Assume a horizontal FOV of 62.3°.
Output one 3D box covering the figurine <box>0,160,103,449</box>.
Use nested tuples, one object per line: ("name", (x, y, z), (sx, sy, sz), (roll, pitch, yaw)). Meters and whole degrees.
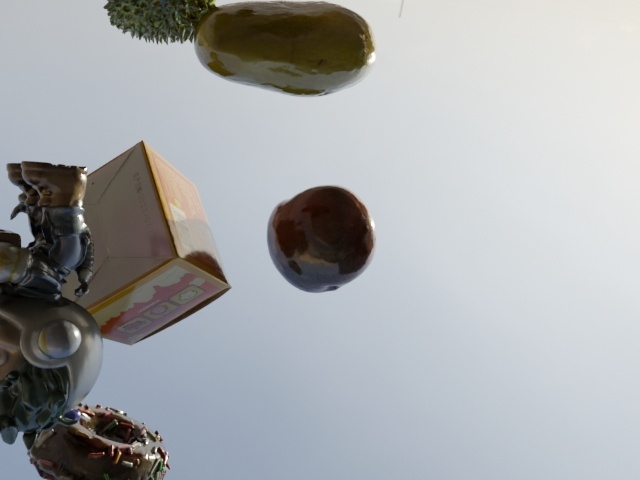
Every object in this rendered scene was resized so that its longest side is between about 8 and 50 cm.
("figurine", (-0.396, 0.085, 0.725), (0.186, 0.383, 0.261), (0, -175, -36))

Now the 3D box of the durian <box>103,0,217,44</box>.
("durian", (-0.278, -0.445, 0.888), (0.176, 0.237, 0.200), (-23, -131, -35))

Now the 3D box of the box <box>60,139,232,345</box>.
("box", (-0.361, 0.013, 1.047), (0.259, 0.214, 0.284), (-30, -119, 9))

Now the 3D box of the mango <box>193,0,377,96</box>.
("mango", (-0.052, -0.307, 0.832), (0.331, 0.143, 0.195), (-7, -148, -34))

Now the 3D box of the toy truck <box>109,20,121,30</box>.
("toy truck", (-0.484, -0.550, 1.326), (0.083, 0.032, 0.024), (-29, -157, -13))

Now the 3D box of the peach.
("peach", (0.000, 0.000, 1.212), (0.252, 0.253, 0.253), (5, -139, -4))

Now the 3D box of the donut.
("donut", (-0.414, 0.395, 1.007), (0.269, 0.270, 0.103), (21, -99, 14))
